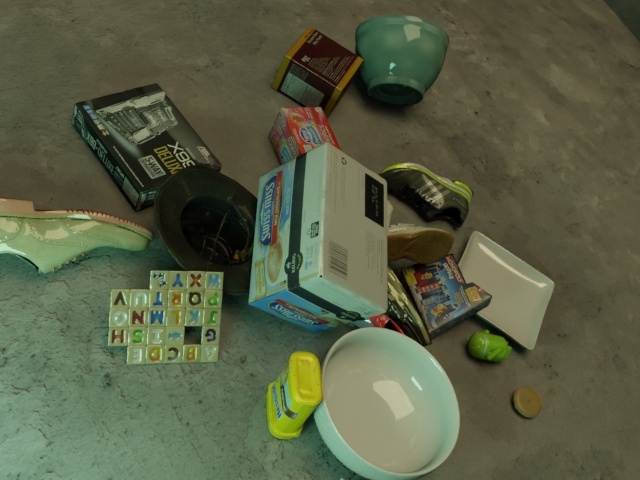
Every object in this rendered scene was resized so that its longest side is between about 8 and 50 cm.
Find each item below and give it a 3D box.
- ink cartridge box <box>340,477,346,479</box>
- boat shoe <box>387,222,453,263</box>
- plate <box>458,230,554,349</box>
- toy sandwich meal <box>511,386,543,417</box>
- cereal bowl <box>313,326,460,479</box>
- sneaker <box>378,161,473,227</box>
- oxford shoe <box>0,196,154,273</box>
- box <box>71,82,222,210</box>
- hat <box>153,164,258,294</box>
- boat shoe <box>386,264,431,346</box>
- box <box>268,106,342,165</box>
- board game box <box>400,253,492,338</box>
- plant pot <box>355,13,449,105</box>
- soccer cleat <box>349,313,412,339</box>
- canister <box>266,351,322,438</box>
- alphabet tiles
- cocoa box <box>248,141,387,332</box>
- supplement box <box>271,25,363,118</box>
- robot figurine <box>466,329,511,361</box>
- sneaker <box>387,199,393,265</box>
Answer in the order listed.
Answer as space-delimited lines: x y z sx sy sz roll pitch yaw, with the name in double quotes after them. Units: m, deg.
0.085 0.615 1.513 0.206 0.045 0.208 32 48 -2 "ink cartridge box"
0.210 -0.004 1.909 0.276 0.098 0.096 1 26 -33 "boat shoe"
0.487 0.138 2.080 0.278 0.045 0.277 34 49 1 "plate"
0.515 0.403 1.901 0.085 0.029 0.086 8 63 -16 "toy sandwich meal"
0.127 0.368 1.657 0.338 0.141 0.339 14 50 -18 "cereal bowl"
0.297 -0.128 2.153 0.299 0.111 0.121 16 54 -12 "sneaker"
-0.559 0.002 1.642 0.396 0.140 0.147 7 83 -27 "oxford shoe"
-0.432 -0.239 1.897 0.242 0.077 0.307 -25 68 -38 "box"
-0.260 -0.007 1.765 0.331 0.134 0.332 20 57 -33 "hat"
0.191 0.166 1.850 0.073 0.080 0.224 -30 79 2 "boat shoe"
-0.030 -0.229 2.055 0.128 0.123 0.257 -6 58 -30 "box"
0.326 0.138 1.944 0.194 0.060 0.194 -14 61 -9 "board game box"
0.241 -0.536 2.348 0.292 0.293 0.197 12 77 -18 "plant pot"
0.119 0.186 1.827 0.248 0.095 0.083 45 49 11 "soccer cleat"
-0.055 0.321 1.585 0.073 0.170 0.126 7 52 -18 "canister"
-0.324 0.161 1.603 0.237 0.009 0.199 2 95 -25 "alphabet tiles"
0.000 0.000 1.747 0.231 0.227 0.347 29 52 -39 "cocoa box"
-0.009 -0.500 2.271 0.194 0.129 0.191 32 48 -1 "supplement box"
0.425 0.270 1.931 0.115 0.067 0.101 14 23 -16 "robot figurine"
0.132 0.019 1.967 0.118 0.110 0.292 34 55 -9 "sneaker"
